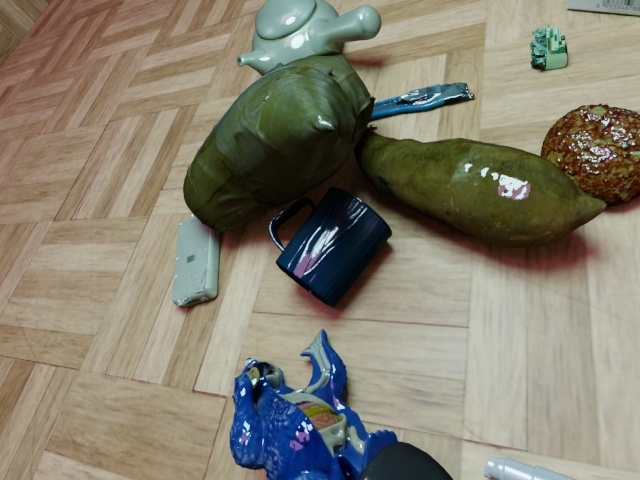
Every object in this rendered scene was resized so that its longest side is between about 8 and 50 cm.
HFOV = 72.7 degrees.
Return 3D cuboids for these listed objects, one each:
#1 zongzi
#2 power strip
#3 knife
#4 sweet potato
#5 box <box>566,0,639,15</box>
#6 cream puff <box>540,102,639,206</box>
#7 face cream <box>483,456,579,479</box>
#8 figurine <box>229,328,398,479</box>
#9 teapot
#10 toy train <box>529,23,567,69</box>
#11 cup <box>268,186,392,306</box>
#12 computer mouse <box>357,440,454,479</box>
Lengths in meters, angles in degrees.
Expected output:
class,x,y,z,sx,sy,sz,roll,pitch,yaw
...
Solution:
class,x,y,z,sx,sy,sz,roll,pitch,yaw
zongzi,-0.096,-0.102,0.619,0.356,0.174,0.392,-36,18,22
power strip,-0.224,0.031,0.789,0.082,0.035,0.192,-18,54,15
knife,0.122,-0.240,0.790,0.297,0.026,0.044,-8,69,22
sweet potato,0.166,-0.092,0.619,0.130,0.130,0.423,-50,42,-8
box,0.582,-0.500,0.693,0.200,0.065,0.343,32,78,38
cream puff,0.360,-0.117,0.555,0.149,0.084,0.148,-12,58,20
face cream,0.230,0.245,0.425,0.130,0.034,0.034,8,65,30
figurine,-0.025,0.225,0.523,0.164,0.120,0.262,-18,26,-15
teapot,-0.011,-0.436,0.900,0.319,0.149,0.219,-4,60,26
toy train,0.370,-0.315,0.706,0.053,0.033,0.083,2,62,22
cup,0.007,0.006,0.642,0.138,0.113,0.150,-52,42,-8
computer mouse,0.079,0.322,0.364,0.100,0.170,0.269,-2,61,43
